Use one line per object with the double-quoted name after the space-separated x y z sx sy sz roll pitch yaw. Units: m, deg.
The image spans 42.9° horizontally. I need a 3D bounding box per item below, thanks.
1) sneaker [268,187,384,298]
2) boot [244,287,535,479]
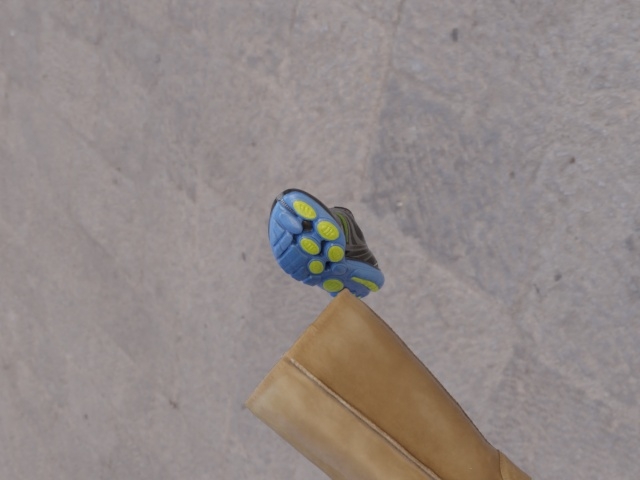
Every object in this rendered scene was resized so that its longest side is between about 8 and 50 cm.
0.000 0.000 0.766 0.067 0.188 0.078 -30 59 13 "sneaker"
0.045 0.209 0.649 0.269 0.236 0.089 42 150 3 "boot"
